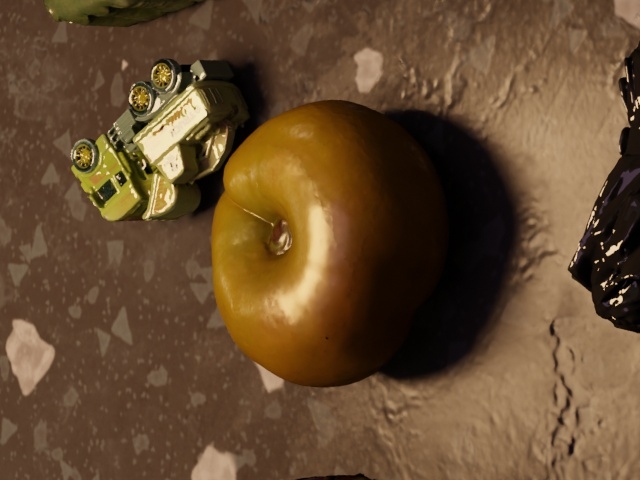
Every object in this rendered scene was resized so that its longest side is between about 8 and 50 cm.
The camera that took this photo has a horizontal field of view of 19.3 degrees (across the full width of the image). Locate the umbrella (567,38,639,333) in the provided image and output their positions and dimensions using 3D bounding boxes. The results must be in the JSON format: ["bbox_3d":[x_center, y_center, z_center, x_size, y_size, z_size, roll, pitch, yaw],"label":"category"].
[{"bbox_3d":[0.271,-0.097,1.430,0.118,0.118,0.340,11,86,42],"label":"umbrella"}]

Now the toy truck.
[{"bbox_3d":[-0.144,-0.087,1.802,0.191,0.085,0.116,-41,67,30],"label":"toy truck"}]

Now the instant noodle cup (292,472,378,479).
[{"bbox_3d":[0.011,0.362,1.507,0.340,0.340,0.266,-50,48,29],"label":"instant noodle cup"}]

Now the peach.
[{"bbox_3d":[0.000,0.000,1.633,0.251,0.153,0.251,-24,59,49],"label":"peach"}]

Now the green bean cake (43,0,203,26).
[{"bbox_3d":[-0.182,-0.329,1.820,0.227,0.125,0.223,-10,84,43],"label":"green bean cake"}]
